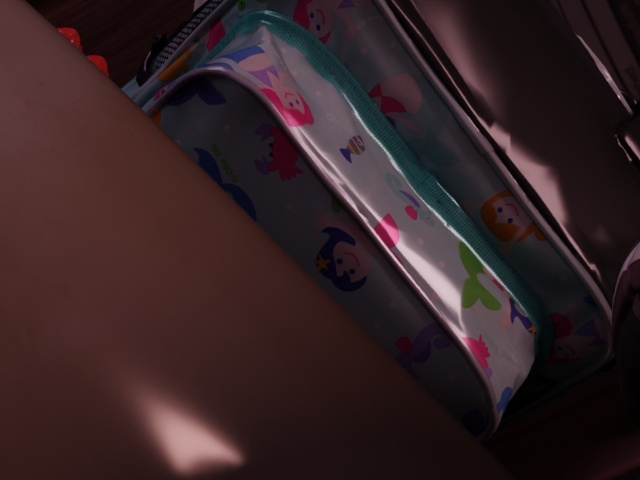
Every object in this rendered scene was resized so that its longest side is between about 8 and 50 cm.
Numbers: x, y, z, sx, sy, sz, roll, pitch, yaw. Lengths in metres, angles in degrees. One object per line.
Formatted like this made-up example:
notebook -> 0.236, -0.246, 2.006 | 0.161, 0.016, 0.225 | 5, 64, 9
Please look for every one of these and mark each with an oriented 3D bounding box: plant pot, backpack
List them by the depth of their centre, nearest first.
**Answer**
plant pot -> -0.086, 0.105, 0.404 | 0.323, 0.280, 0.323 | -30, 13, 7
backpack -> 0.000, 0.000, 0.755 | 0.191, 0.225, 0.253 | -42, 7, -41

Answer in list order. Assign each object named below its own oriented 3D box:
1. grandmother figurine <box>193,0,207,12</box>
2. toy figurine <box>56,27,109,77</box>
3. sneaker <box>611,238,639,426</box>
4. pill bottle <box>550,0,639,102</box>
grandmother figurine -> 0.048, -0.245, 1.380 | 0.342, 0.104, 0.208 | -33, -16, 7
toy figurine -> -0.076, -0.054, 1.168 | 0.217, 0.191, 0.362 | -5, -14, 14
sneaker -> 0.139, 0.063, 0.480 | 0.162, 0.106, 0.281 | -67, 7, -22
pill bottle -> 0.167, -0.121, 0.876 | 0.363, 0.210, 0.210 | -24, 14, 27
